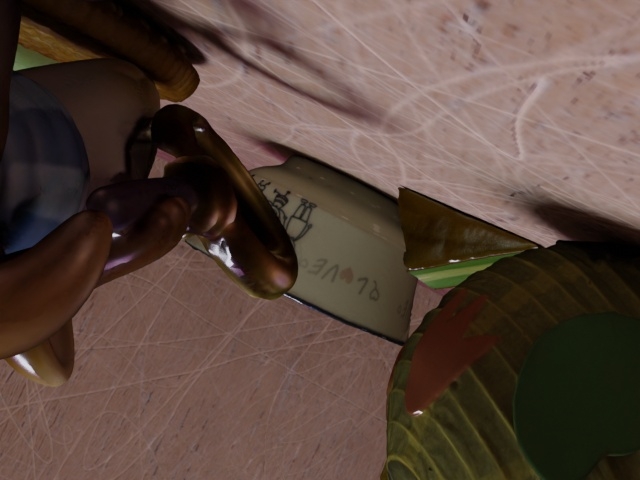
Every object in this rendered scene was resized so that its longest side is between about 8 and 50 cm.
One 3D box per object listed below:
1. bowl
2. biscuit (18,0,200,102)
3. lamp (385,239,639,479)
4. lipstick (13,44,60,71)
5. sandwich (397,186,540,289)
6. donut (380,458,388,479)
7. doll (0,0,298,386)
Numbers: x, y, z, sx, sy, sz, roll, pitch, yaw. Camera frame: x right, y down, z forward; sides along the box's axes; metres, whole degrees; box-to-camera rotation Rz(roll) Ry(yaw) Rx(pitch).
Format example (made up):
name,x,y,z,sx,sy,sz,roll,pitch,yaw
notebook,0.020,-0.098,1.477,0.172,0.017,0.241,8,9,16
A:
name,x,y,z,sx,sy,sz,roll,pitch,yaw
bowl,0.000,0.000,1.250,0.237,0.126,0.238,26,178,1
biscuit,-0.217,-0.171,0.866,0.305,0.038,0.305,24,177,1
lamp,0.182,0.114,0.782,0.250,0.284,0.250,157,90,-78
lipstick,-0.372,-0.208,1.408,0.304,0.076,0.076,26,178,-6
sandwich,0.130,-0.011,1.050,0.116,0.074,0.074,-10,161,23
donut,0.215,0.205,1.109,0.360,0.360,0.170,24,162,52
doll,-0.171,-0.054,0.675,0.318,0.209,0.340,38,172,9
